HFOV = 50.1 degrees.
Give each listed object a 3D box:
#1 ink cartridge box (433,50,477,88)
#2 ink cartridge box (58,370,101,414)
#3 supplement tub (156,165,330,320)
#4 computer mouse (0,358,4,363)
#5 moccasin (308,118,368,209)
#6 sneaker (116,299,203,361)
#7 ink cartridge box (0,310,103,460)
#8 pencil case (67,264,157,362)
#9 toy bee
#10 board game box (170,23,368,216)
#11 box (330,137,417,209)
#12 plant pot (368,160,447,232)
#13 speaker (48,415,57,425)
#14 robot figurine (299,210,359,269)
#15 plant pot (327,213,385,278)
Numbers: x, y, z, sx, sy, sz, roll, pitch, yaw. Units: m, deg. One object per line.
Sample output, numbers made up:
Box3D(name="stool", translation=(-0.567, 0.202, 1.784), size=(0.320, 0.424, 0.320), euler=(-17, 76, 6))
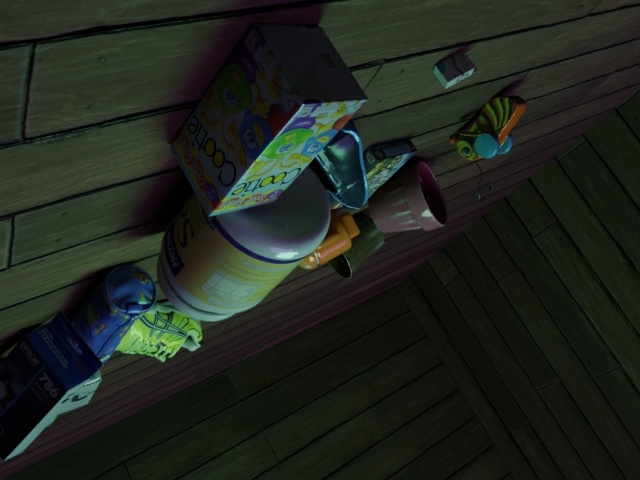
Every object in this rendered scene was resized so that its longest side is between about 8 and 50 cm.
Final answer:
Box3D(name="ink cartridge box", translation=(0.281, -0.355, 1.409), size=(0.083, 0.048, 0.028), euler=(-30, 167, -9))
Box3D(name="ink cartridge box", translation=(-0.622, 0.321, 1.690), size=(0.087, 0.153, 0.208), euler=(-17, 161, -35))
Box3D(name="supplement tub", translation=(-0.159, -0.005, 1.308), size=(0.241, 0.241, 0.331), euler=(-19, 162, -43))
Box3D(name="computer mouse", translation=(-0.802, 0.324, 1.554), size=(0.193, 0.042, 0.106), euler=(-37, 171, 3))
Box3D(name="moccasin", translation=(0.022, -0.161, 1.446), size=(0.117, 0.137, 0.342), euler=(-26, 153, -3))
Box3D(name="sneaker", translation=(-0.445, 0.245, 1.820), size=(0.145, 0.147, 0.385), euler=(-36, 165, 30))
Box3D(name="ink cartridge box", translation=(-0.642, 0.324, 1.521), size=(0.332, 0.165, 0.065), euler=(-46, 169, 16))
Box3D(name="pencil case", translation=(-0.476, 0.178, 1.530), size=(0.120, 0.133, 0.306), euler=(0, 148, -41))
Box3D(name="toy bee", translation=(0.435, -0.280, 1.893), size=(0.195, 0.162, 0.298), euler=(6, 117, -57))
Box3D(name="board game box", translation=(-0.087, -0.176, 1.037), size=(0.142, 0.144, 0.275), euler=(-17, 160, -45))
Box3D(name="box", translation=(0.122, -0.168, 1.766), size=(0.159, 0.044, 0.233), euler=(-19, 163, -43))
Box3D(name="plant pot", translation=(0.247, -0.108, 1.993), size=(0.180, 0.201, 0.201), euler=(-20, 173, 25))
Box3D(name="speaker", translation=(-0.827, 0.459, 1.815), size=(0.131, 0.131, 0.296), euler=(-33, 167, 9))
Box3D(name="robot figurine", translation=(0.000, 0.001, 1.944), size=(0.220, 0.158, 0.128), euler=(-29, 132, -10))
Box3D(name="plant pot", translation=(0.104, 0.008, 2.172), size=(0.165, 0.167, 0.167), euler=(-36, 169, -20))
